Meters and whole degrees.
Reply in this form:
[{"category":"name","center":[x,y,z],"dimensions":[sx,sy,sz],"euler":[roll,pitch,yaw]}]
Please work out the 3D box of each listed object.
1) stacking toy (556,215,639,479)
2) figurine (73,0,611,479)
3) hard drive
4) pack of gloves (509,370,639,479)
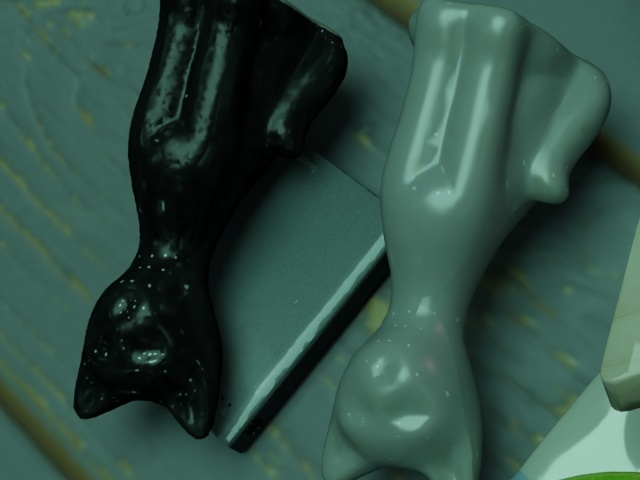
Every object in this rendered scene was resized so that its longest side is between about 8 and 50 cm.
[{"category":"stacking toy","center":[0.200,0.137,0.527],"dimensions":[0.280,0.130,0.309],"euler":[12,57,33]},{"category":"figurine","center":[0.000,0.000,0.682],"dimensions":[0.215,0.092,0.209],"euler":[12,82,28]},{"category":"hard drive","center":[-0.028,0.021,0.742],"dimensions":[0.094,0.022,0.135],"euler":[38,87,32]},{"category":"pack of gloves","center":[0.115,0.163,0.603],"dimensions":[0.232,0.046,0.195],"euler":[-45,59,2]}]
